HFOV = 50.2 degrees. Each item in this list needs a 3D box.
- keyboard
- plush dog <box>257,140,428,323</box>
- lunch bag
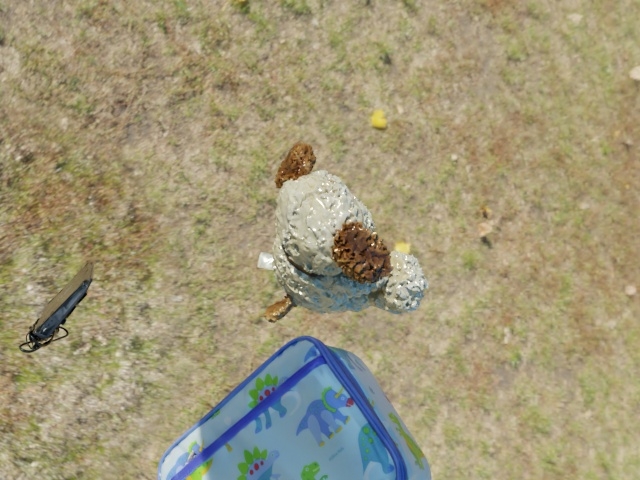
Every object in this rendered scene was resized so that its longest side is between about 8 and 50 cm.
[{"bbox_3d":[-0.270,0.075,0.736,0.038,0.192,0.100,45,81,-14],"label":"keyboard"},{"bbox_3d":[0.000,0.000,0.912,0.211,0.225,0.262,-32,61,-17],"label":"plush dog"},{"bbox_3d":[-0.032,0.202,0.597,0.090,0.219,0.176,33,20,-56],"label":"lunch bag"}]
